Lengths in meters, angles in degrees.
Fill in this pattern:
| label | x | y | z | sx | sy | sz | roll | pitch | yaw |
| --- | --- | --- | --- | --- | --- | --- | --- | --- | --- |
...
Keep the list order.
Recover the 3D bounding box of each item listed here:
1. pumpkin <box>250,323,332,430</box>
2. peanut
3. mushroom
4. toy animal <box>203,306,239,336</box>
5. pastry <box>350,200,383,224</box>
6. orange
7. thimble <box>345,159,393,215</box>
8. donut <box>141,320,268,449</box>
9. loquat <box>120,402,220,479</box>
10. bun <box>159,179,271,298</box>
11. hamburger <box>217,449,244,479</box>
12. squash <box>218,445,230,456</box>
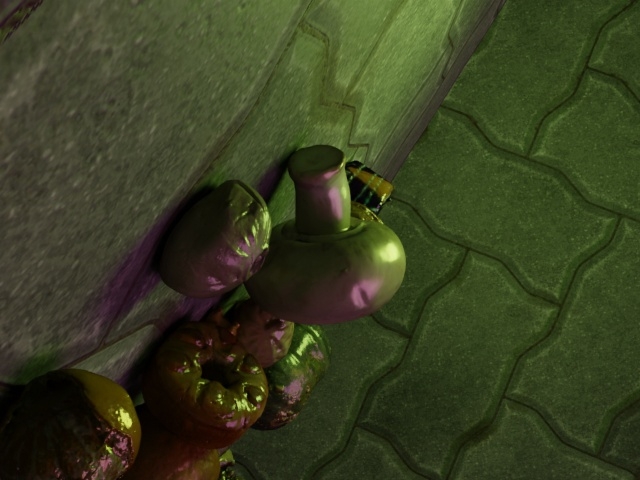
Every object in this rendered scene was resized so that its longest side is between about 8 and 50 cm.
| label | x | y | z | sx | sy | sz | roll | pitch | yaw |
| --- | --- | --- | --- | --- | --- | --- | --- | --- | --- |
| pumpkin | -0.124 | 0.350 | 1.949 | 0.291 | 0.257 | 0.327 | -47 | -172 | 41 |
| peanut | -0.133 | 0.194 | 1.559 | 0.291 | 0.143 | 0.159 | 154 | -56 | -80 |
| mushroom | 0.009 | 0.035 | 1.340 | 0.315 | 0.315 | 0.356 | -55 | 172 | -22 |
| toy animal | -0.232 | 0.210 | 1.392 | 0.159 | 0.070 | 0.083 | -46 | 171 | -36 |
| pastry | 0.045 | 0.011 | 1.763 | 0.132 | 0.235 | 0.240 | -70 | -178 | -66 |
| orange | -0.277 | 0.211 | 0.776 | 0.156 | 0.157 | 0.134 | -49 | 129 | -50 |
| thimble | 0.082 | -0.085 | 1.901 | 0.237 | 0.150 | 0.237 | -55 | 174 | -8 |
| donut | -0.194 | 0.246 | 1.221 | 0.114 | 0.226 | 0.226 | -48 | 177 | 23 |
| loquat | -0.277 | 0.391 | 1.243 | 0.238 | 0.193 | 0.238 | -12 | 106 | -52 |
| bun | -0.131 | 0.007 | 0.973 | 0.173 | 0.113 | 0.166 | -56 | 173 | 10 |
| hamburger | -0.322 | 0.610 | 1.609 | 0.277 | 0.195 | 0.318 | -9 | 154 | -40 |
| squash | -0.269 | 0.372 | 1.436 | 0.219 | 0.219 | 0.041 | -58 | -145 | 8 |
